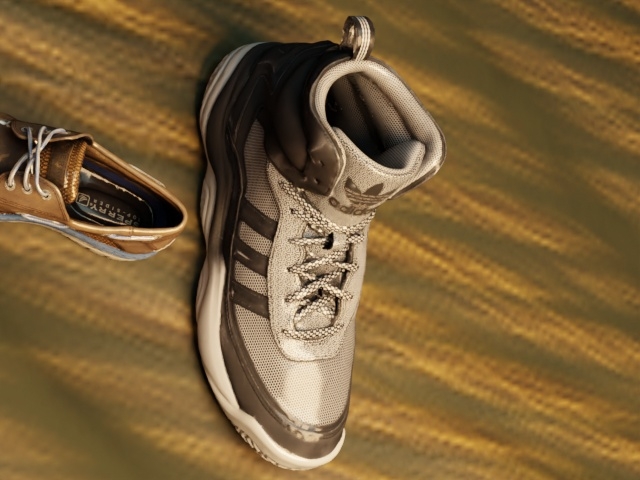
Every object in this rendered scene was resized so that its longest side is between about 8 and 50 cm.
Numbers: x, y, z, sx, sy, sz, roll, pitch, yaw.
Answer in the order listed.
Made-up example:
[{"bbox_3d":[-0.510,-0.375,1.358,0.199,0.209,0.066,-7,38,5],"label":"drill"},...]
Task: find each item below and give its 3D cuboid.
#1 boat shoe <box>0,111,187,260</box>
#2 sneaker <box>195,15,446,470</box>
[{"bbox_3d":[-0.158,-0.041,1.005,0.183,0.066,0.066,18,72,-29],"label":"boat shoe"},{"bbox_3d":[0.000,0.000,1.047,0.101,0.153,0.269,0,81,-33],"label":"sneaker"}]
